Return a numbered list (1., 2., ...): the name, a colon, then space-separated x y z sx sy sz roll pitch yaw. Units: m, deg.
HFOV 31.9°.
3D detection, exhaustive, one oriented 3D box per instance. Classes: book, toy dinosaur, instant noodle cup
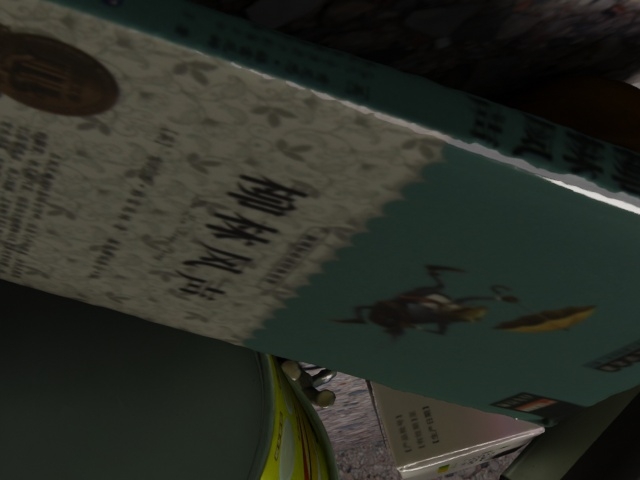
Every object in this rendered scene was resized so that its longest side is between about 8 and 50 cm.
1. book: 0.000 0.000 0.489 0.379 0.031 0.264 17 154 -14
2. toy dinosaur: -0.078 0.184 1.318 0.247 0.075 0.188 -17 173 -16
3. instant noodle cup: -0.136 0.144 0.720 0.311 0.311 0.221 -13 151 -6

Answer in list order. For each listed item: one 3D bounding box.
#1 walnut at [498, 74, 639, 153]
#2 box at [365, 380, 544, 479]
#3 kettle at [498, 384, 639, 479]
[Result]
1. walnut: 0.130 -0.004 0.651 0.167 0.167 0.207 -3 159 -38
2. box: 0.123 0.147 1.153 0.145 0.173 0.333 -15 165 1
3. kettle: 0.377 0.189 1.140 0.376 0.250 0.361 -44 157 -6
